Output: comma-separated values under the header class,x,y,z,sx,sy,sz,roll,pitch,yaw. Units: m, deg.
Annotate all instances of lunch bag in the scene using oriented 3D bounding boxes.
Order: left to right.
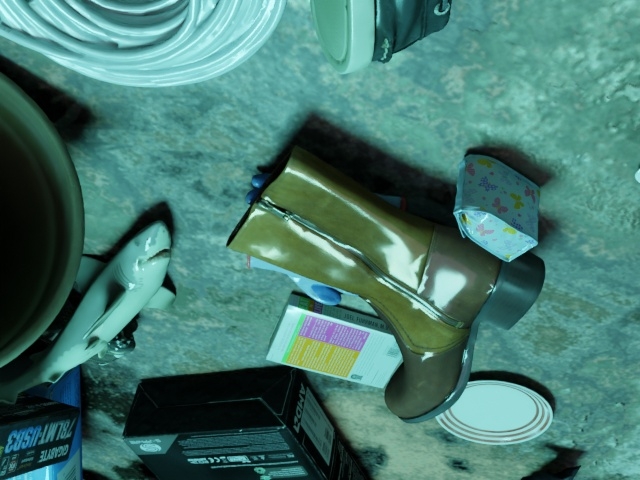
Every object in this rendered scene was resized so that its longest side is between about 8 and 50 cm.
class,x,y,z,sx,sy,sz,roll,pitch,yaw
lunch bag,0.156,-0.032,0.933,0.083,0.071,0.053,30,139,-25

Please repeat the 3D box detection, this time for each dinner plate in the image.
class,x,y,z,sx,sy,sz,roll,pitch,yaw
dinner plate,0.208,0.204,1.230,0.141,0.017,0.141,7,139,6

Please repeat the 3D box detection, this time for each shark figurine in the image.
class,x,y,z,sx,sy,sz,roll,pitch,yaw
shark figurine,-0.271,0.075,1.111,0.116,0.278,0.166,46,175,16

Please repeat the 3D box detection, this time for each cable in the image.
class,x,y,z,sx,sy,sz,roll,pitch,yaw
cable,-0.147,-0.229,0.769,0.257,0.089,0.257,29,135,-20

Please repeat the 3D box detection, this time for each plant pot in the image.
class,x,y,z,sx,sy,sz,roll,pitch,yaw
plant pot,-0.416,0.009,0.967,0.323,0.323,0.280,27,153,-18

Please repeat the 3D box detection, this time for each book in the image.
class,x,y,z,sx,sy,sz,roll,pitch,yaw
book,0.021,0.116,1.163,0.144,0.035,0.096,17,136,-7

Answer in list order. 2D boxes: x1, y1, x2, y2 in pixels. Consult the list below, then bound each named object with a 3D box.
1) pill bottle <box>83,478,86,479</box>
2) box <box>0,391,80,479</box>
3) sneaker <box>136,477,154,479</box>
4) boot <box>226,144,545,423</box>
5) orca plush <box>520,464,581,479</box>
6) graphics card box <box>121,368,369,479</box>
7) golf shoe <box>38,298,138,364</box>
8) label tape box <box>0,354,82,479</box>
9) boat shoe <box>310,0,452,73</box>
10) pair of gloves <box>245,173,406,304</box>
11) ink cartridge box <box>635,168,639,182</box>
class,x,y,z,sx,sy,sz,roll,pitch,yaw
pill bottle,-0.306,0.496,1.567,0.161,0.161,0.283,-27,127,35
box,-0.442,0.180,1.076,0.293,0.073,0.295,12,176,6
sneaker,-0.208,0.484,1.476,0.293,0.146,0.102,54,168,-18
boot,0.037,0.058,1.014,0.280,0.096,0.264,22,137,-11
orca plush,0.247,0.378,1.358,0.102,0.151,0.287,32,149,25
graphics card box,-0.074,0.317,1.364,0.233,0.094,0.371,-8,137,22
golf shoe,-0.315,0.097,1.184,0.198,0.077,0.094,27,137,-16
label tape box,-0.481,0.264,1.310,0.334,0.106,0.240,4,106,8
boat shoe,0.064,-0.264,0.668,0.113,0.127,0.340,-13,133,-17
pair of gloves,0.000,0.000,1.043,0.159,0.023,0.198,11,138,1
ink cartridge box,0.456,-0.044,0.814,0.207,0.119,0.353,35,134,-25
